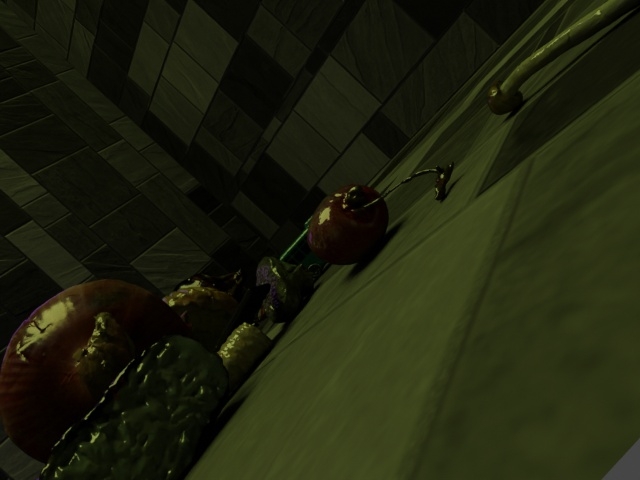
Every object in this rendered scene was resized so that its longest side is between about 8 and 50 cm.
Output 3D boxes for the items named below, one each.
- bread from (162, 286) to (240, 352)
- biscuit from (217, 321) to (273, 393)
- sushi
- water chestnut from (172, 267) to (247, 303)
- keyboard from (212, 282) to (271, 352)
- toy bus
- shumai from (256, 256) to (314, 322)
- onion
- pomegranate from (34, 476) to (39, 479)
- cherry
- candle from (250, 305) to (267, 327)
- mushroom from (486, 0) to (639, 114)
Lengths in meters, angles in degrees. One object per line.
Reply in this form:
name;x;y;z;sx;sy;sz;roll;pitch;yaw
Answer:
bread;-0.311;0.220;1.170;0.274;0.274;0.149;-47;46;-3
biscuit;-0.155;0.211;0.685;0.219;0.061;0.055;-50;25;-17
sushi;-0.200;0.215;0.547;0.127;0.124;0.225;-46;8;51
water chestnut;-0.332;0.226;1.573;0.244;0.289;0.289;-16;0;-4
keyboard;-0.189;0.230;0.774;0.381;0.041;0.103;-54;-11;9
toy bus;0.000;0.000;0.964;0.160;0.092;0.079;-47;3;9
shumai;-0.051;0.080;0.831;0.087;0.124;0.099;-4;-47;-29
onion;-0.386;0.242;0.912;0.353;0.353;0.353;-47;2;2
pomegranate;-0.446;0.479;0.827;0.152;0.131;0.191;-55;-17;-30
cherry;0.052;-0.027;0.570;0.107;0.090;0.225;-35;4;-31
candle;-0.077;0.104;1.091;0.302;0.059;0.084;-47;-11;-53
mushroom;0.235;-0.184;0.406;0.068;0.043;0.306;-66;8;-15
